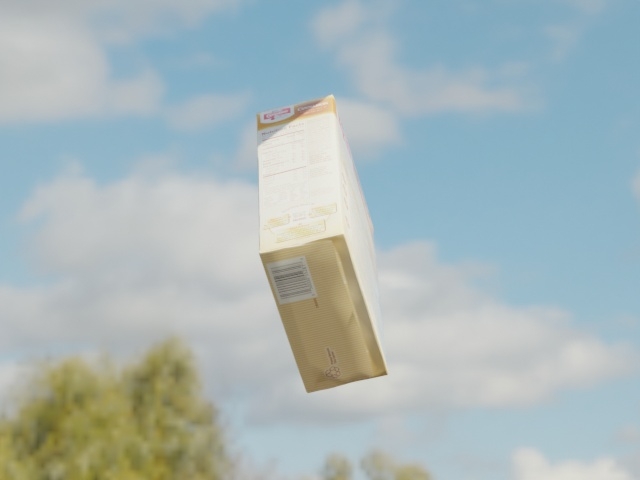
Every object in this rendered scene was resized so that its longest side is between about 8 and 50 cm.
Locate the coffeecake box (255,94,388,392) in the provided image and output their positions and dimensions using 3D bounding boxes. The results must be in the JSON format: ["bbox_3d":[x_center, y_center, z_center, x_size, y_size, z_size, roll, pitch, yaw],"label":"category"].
[{"bbox_3d":[0.000,0.000,1.482,0.068,0.185,0.142,-13,-54,7],"label":"coffeecake box"}]
